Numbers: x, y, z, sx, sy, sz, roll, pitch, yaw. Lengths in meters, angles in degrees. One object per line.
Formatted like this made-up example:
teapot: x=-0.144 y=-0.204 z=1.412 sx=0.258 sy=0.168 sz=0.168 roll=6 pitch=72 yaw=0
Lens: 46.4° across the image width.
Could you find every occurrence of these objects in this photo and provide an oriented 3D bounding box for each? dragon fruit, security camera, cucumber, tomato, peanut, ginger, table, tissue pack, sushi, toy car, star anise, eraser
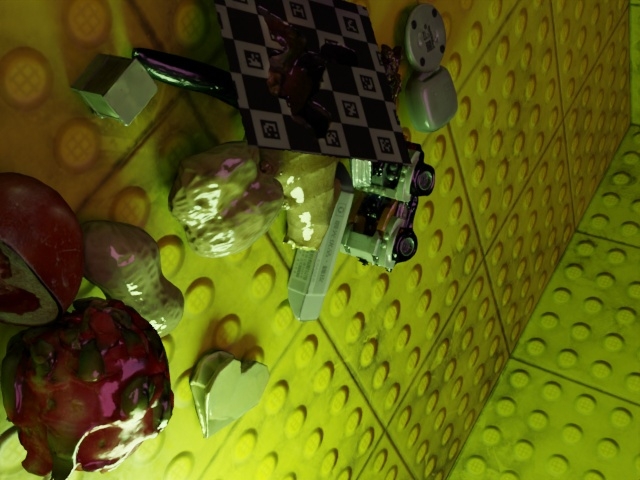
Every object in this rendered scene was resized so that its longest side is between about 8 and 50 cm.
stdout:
dragon fruit: x=-0.341 y=0.222 z=1.092 sx=0.231 sy=0.237 sz=0.303 roll=-20 pitch=145 yaw=-34
security camera: x=0.247 y=-0.408 z=1.772 sx=0.157 sy=0.080 sz=0.302 roll=-39 pitch=124 yaw=-36
cucumber: x=-0.182 y=-0.256 z=1.206 sx=0.284 sy=0.056 sz=0.056 roll=15 pitch=92 yaw=-41
tomato: x=-0.400 y=-0.003 z=0.977 sx=0.214 sy=0.180 sz=0.155 roll=80 pitch=24 yaw=-46
peanut: x=-0.164 y=-0.072 z=1.286 sx=0.196 sy=0.110 sz=0.233 roll=-34 pitch=133 yaw=-5
ginger: x=-0.035 y=-0.159 z=1.466 sx=0.376 sy=0.165 sz=0.236 roll=85 pitch=22 yaw=-56
peanut: x=-0.297 y=0.059 z=1.186 sx=0.275 sy=0.111 sz=0.125 roll=69 pitch=34 yaw=-47
table: x=-0.296 y=-0.218 z=1.071 sx=0.079 sy=0.083 sz=0.062 roll=-57 pitch=143 yaw=-20
tissue pack: x=0.083 y=-0.200 z=1.582 sx=0.156 sy=0.051 sz=0.112 roll=-92 pitch=178 yaw=-55
sushi: x=-0.027 y=-0.280 z=1.281 sx=0.359 sy=0.064 sz=0.343 roll=1 pitch=67 yaw=-39
toy car: x=0.139 y=-0.090 z=1.672 sx=0.118 sy=0.193 sz=0.301 roll=8 pitch=98 yaw=-42
star anise: x=0.153 y=-0.344 z=1.672 sx=0.097 sy=0.070 sz=0.191 roll=-37 pitch=135 yaw=-44
eraser: x=0.000 y=0.000 z=1.618 sx=0.089 sy=0.061 sz=0.352 roll=7 pitch=100 yaw=-56

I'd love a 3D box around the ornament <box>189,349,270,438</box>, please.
ornament: x=-0.191 y=0.316 z=1.499 sx=0.201 sy=0.059 sz=0.180 roll=31 pitch=82 yaw=-58
